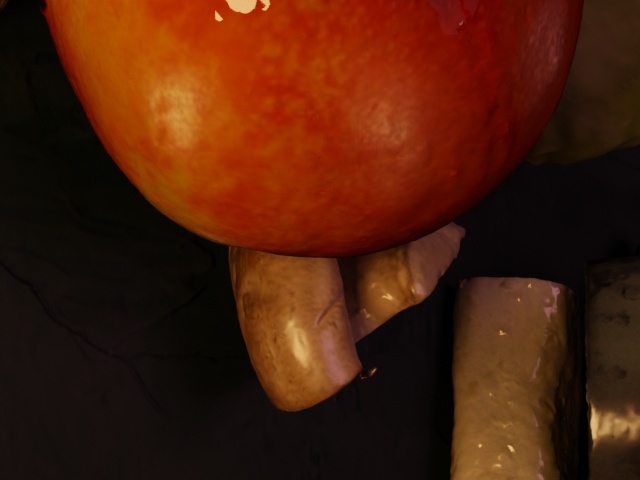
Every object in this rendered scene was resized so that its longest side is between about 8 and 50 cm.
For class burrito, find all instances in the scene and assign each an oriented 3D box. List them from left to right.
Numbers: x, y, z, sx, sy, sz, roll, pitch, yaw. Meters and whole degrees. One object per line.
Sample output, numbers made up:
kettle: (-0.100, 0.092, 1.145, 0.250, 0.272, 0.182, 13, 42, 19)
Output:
burrito: (0.176, 0.186, 1.391, 0.143, 0.105, 0.299, 23, 64, -51)

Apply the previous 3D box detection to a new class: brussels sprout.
brussels sprout: (0.223, -0.192, 1.334, 0.274, 0.316, 0.243, 33, 34, -79)

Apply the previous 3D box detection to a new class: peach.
peach: (-0.005, -0.182, 1.012, 0.388, 0.388, 0.388, 13, 73, -49)

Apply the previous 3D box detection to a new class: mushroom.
mushroom: (0.000, 0.000, 1.182, 0.151, 0.156, 0.286, 54, 33, -13)

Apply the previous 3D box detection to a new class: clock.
clock: (0.270, 0.165, 1.431, 0.312, 0.061, 0.313, -1, 90, -80)

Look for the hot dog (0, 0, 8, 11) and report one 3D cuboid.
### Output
hot dog: (-0.263, -0.232, 0.958, 0.253, 0.069, 0.131, 49, 39, -38)
